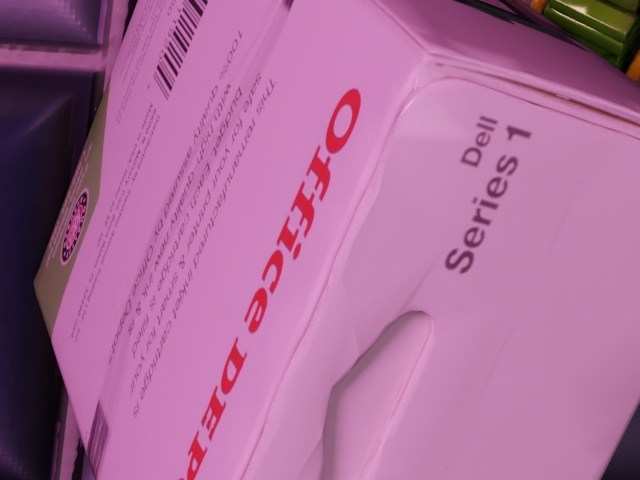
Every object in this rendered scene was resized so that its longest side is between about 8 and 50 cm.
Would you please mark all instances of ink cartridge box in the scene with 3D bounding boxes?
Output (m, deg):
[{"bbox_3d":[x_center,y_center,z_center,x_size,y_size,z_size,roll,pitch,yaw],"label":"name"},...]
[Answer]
[{"bbox_3d":[0.000,0.000,0.463,0.092,0.219,0.160,16,108,-24],"label":"ink cartridge box"}]

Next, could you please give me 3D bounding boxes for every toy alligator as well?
[{"bbox_3d":[0.097,-0.099,0.517,0.051,0.056,0.190,-54,163,-24],"label":"toy alligator"}]
